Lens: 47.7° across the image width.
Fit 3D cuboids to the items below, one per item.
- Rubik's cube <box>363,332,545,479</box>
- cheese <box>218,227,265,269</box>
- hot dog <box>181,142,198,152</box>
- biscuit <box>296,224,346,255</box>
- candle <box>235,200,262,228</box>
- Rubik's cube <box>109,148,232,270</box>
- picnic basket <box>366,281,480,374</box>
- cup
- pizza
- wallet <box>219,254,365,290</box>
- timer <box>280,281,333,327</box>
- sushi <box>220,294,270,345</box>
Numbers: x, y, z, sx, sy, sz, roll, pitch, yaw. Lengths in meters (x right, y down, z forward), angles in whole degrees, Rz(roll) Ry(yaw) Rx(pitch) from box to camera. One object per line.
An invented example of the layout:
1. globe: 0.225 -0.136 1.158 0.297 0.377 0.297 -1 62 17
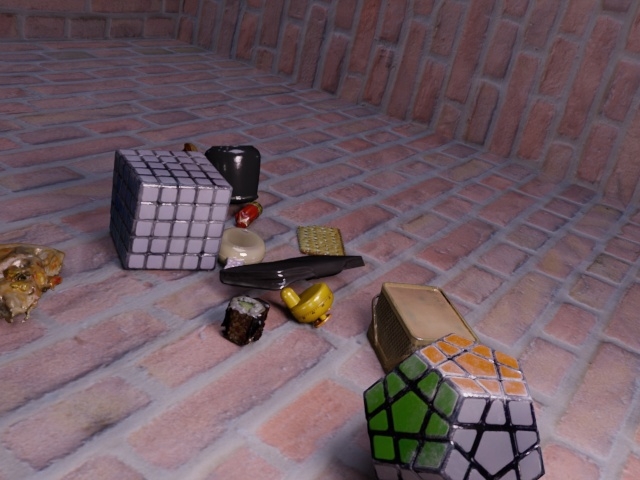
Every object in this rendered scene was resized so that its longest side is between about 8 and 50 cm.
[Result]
1. Rubik's cube: 0.216 0.315 1.196 0.264 0.319 0.319 -10 22 8
2. cheese: -0.212 0.037 1.841 0.137 0.064 0.227 11 25 -3
3. hot dog: -0.427 -0.272 2.406 0.055 0.072 0.188 26 16 -29
4. biscuit: 0.000 -0.001 2.095 0.144 0.016 0.203 9 25 -11
5. candle: -0.211 -0.072 2.096 0.052 0.052 0.131 17 24 9
6. Rubik's cube: -0.378 -0.080 1.790 0.238 0.237 0.237 1 26 -29
7. picnic basket: 0.216 0.211 1.586 0.165 0.139 0.267 6 25 -17
8. cup: -0.264 -0.200 2.193 0.169 0.177 0.223 -5 6 -10
9. pizza: -0.638 0.080 1.503 0.189 0.071 0.297 10 24 -10
10. wallet: -0.054 0.069 1.771 0.197 0.051 0.377 1 6 36
11. timer: -0.027 0.135 1.660 0.109 0.107 0.107 53 21 -12
12. sushi: -0.155 0.171 1.545 0.098 0.084 0.094 28 23 19
